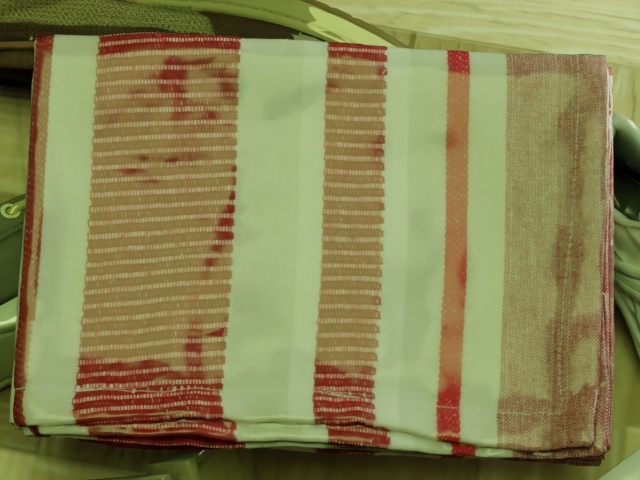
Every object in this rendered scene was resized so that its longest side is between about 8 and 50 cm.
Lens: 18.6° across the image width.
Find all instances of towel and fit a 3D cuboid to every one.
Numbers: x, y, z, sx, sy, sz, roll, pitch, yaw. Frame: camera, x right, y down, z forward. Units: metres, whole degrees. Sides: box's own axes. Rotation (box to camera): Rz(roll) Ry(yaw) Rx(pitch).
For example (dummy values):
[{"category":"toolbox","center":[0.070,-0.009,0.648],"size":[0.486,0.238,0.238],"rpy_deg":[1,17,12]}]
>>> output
[{"category":"towel","center":[0.000,0.000,1.075],"size":[0.329,0.037,0.237],"rpy_deg":[3,75,-4]}]

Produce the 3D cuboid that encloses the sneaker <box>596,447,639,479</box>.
[{"category":"sneaker","center":[0.145,0.240,1.017],"size":[0.292,0.108,0.169],"rpy_deg":[-43,71,-10]}]

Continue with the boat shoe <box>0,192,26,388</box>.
[{"category":"boat shoe","center":[-0.239,0.052,1.109],"size":[0.305,0.109,0.091],"rpy_deg":[-23,63,-19]}]

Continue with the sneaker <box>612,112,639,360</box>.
[{"category":"sneaker","center":[0.214,0.021,1.122],"size":[0.090,0.115,0.232],"rpy_deg":[-36,68,-20]}]

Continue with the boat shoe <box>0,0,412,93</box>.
[{"category":"boat shoe","center":[-0.077,-0.091,1.189],"size":[0.342,0.123,0.123],"rpy_deg":[19,77,9]}]

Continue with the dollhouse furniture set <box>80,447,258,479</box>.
[{"category":"dollhouse furniture set","center":[-0.109,0.211,1.060],"size":[0.101,0.161,0.182],"rpy_deg":[-9,12,33]}]
